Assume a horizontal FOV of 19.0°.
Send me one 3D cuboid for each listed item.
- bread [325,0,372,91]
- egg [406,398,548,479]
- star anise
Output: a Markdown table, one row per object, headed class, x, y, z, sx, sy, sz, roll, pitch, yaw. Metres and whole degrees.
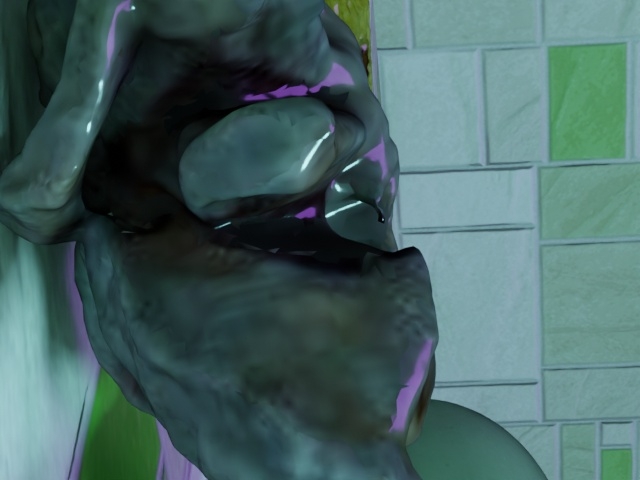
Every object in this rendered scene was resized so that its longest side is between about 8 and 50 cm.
| class | x | y | z | sx | sy | sz | roll | pitch | yaw |
| --- | --- | --- | --- | --- | --- | --- | --- | --- | --- |
| bread | -0.025 | -0.132 | 1.007 | 0.138 | 0.077 | 0.361 | -2 | 89 | -70 |
| egg | 0.064 | 0.220 | 1.260 | 0.282 | 0.203 | 0.203 | -77 | 165 | -57 |
| star anise | -0.050 | -0.046 | 0.656 | 0.359 | 0.139 | 0.316 | -109 | -164 | -45 |
